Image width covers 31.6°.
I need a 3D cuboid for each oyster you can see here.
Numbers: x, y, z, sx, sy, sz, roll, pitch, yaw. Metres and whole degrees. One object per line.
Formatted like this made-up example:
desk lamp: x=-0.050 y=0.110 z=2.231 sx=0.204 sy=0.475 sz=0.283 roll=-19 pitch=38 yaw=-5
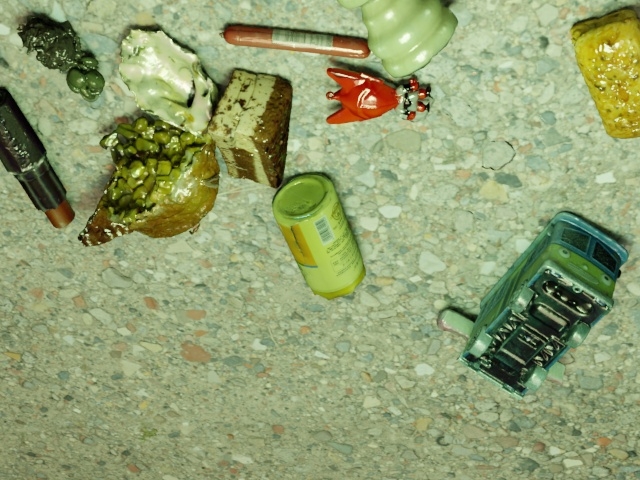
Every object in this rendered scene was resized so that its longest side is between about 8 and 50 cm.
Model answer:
oyster: x=-0.237 y=-0.262 z=1.845 sx=0.209 sy=0.072 sz=0.133 roll=32 pitch=110 yaw=-9

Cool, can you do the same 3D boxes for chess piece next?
chess piece: x=0.077 y=-0.364 z=1.636 sx=0.133 sy=0.133 sz=0.243 roll=-28 pitch=120 yaw=34

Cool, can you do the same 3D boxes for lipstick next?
lipstick: x=-0.521 y=-0.138 z=2.017 sx=0.081 sy=0.081 sz=0.300 roll=-7 pitch=133 yaw=18

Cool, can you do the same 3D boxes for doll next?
doll: x=0.092 y=-0.227 z=1.814 sx=0.169 sy=0.057 sz=0.109 roll=6 pitch=135 yaw=6

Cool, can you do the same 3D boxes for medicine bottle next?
medicine bottle: x=0.000 y=0.000 z=2.027 sx=0.124 sy=0.124 sz=0.239 roll=-6 pitch=135 yaw=17

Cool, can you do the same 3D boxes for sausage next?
sausage: x=-0.035 y=-0.311 z=1.773 sx=0.253 sy=0.034 sz=0.034 roll=8 pitch=137 yaw=4

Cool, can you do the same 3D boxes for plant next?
plant: x=-0.415 y=-0.297 z=1.838 sx=0.174 sy=0.087 sz=0.085 roll=46 pitch=157 yaw=-25

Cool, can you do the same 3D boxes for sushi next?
sushi: x=-0.295 y=-0.098 z=1.967 sx=0.296 sy=0.167 sz=0.179 roll=-21 pitch=152 yaw=37

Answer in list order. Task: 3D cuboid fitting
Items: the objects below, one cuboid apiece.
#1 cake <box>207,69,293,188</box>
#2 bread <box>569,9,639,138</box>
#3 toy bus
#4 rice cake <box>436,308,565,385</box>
cake: x=-0.104 y=-0.188 z=1.910 sx=0.112 sy=0.135 sz=0.246 roll=16 pitch=167 yaw=9
bread: x=0.456 y=-0.247 z=1.706 sx=0.113 sy=0.083 sz=0.211 roll=-13 pitch=130 yaw=29
toy bus: x=0.394 y=0.121 z=2.015 sx=0.152 sy=0.190 sz=0.312 roll=33 pitch=135 yaw=0
rice cake: x=0.350 y=0.207 z=2.201 sx=0.290 sy=0.081 sz=0.051 roll=26 pitch=91 yaw=-15
